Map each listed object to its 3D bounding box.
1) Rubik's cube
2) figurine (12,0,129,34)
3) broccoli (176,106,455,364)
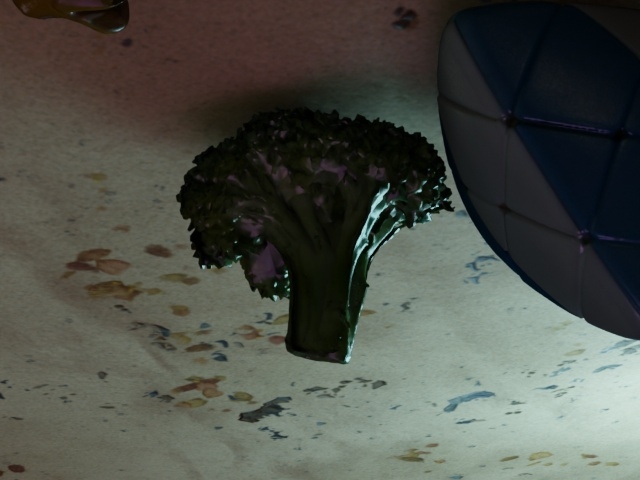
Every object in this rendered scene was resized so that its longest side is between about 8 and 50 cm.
[{"bbox_3d":[0.221,-0.042,0.745,0.254,0.255,0.254,-4,152,-2],"label":"Rubik's cube"},{"bbox_3d":[-0.143,-0.178,0.579,0.122,0.121,0.176,33,152,-9],"label":"figurine"},{"bbox_3d":[0.000,0.000,0.811,0.219,0.194,0.194,10,149,-17],"label":"broccoli"}]
